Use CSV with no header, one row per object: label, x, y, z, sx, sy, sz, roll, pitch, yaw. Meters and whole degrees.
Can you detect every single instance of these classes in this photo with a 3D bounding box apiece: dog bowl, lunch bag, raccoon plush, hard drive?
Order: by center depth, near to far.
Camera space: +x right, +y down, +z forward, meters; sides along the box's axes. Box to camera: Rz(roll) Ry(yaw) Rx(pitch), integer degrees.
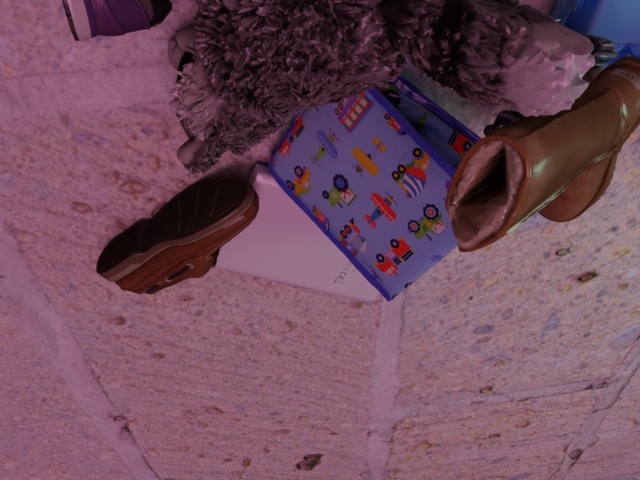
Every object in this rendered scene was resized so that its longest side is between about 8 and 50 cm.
raccoon plush,-0.011,-0.140,0.562,0.216,0.446,0.299,-19,140,-34
dog bowl,0.374,-0.262,0.728,0.166,0.074,0.297,-2,135,-8
lunch bag,0.066,-0.097,0.744,0.293,0.138,0.221,40,132,-2
hard drive,0.000,0.000,0.936,0.318,0.040,0.210,15,129,-24

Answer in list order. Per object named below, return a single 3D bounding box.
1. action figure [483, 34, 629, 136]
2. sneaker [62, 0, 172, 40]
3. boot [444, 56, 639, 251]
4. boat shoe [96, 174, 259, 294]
action figure,0.247,-0.204,0.676,0.285,0.099,0.185,34,133,-6
sneaker,-0.215,-0.346,0.536,0.124,0.107,0.283,-15,140,-18
boot,0.225,-0.062,0.580,0.269,0.089,0.236,-32,147,-31
boat shoe,-0.205,-0.002,0.857,0.307,0.111,0.104,-22,135,27
